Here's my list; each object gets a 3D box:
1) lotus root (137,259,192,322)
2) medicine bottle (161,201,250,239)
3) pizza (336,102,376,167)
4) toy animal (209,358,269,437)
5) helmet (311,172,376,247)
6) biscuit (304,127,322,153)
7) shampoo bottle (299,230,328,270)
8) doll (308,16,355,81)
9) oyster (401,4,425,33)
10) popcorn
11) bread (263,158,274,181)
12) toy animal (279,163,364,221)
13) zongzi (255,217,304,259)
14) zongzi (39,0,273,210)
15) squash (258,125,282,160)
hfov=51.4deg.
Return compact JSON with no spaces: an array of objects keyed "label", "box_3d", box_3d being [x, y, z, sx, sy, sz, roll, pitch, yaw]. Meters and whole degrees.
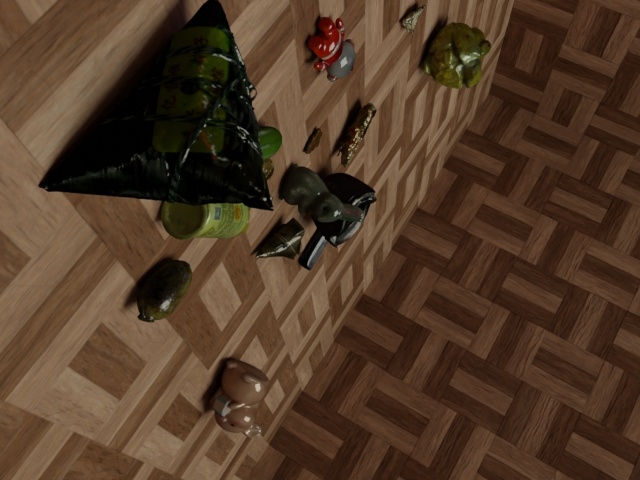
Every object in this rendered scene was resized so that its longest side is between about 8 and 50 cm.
[{"label":"lotus root","box_3d":[-0.351,0.110,1.497,0.081,0.089,0.179,-32,-158,53]},{"label":"medicine bottle","box_3d":[-0.246,-0.063,1.488,0.124,0.124,0.239,-64,165,9]},{"label":"pizza","box_3d":[0.114,-0.359,2.221,0.226,0.069,0.147,-62,-174,12]},{"label":"toy animal","box_3d":[-0.278,0.544,2.278,0.256,0.195,0.213,-61,157,9]},{"label":"helmet","box_3d":[0.057,-0.114,2.245,0.225,0.177,0.305,-51,171,-15]},{"label":"biscuit","box_3d":[-0.022,-0.292,1.984,0.092,0.016,0.082,-54,168,-22]},{"label":"shampoo bottle","box_3d":[0.000,0.000,2.483,0.233,0.049,0.087,-59,162,-10]},{"label":"doll","box_3d":[0.038,-0.491,1.737,0.142,0.076,0.245,-62,161,3]},{"label":"oyster","box_3d":[0.316,-0.739,2.237,0.121,0.045,0.146,74,39,-64]},{"label":"popcorn","box_3d":[0.545,-0.743,2.633,0.276,0.226,0.276,17,90,-70]},{"label":"bread","box_3d":[-0.160,-0.166,1.692,0.110,0.060,0.066,-57,134,-20]},{"label":"toy animal","box_3d":[0.004,-0.113,1.937,0.125,0.251,0.127,-56,164,-9]},{"label":"zongzi","box_3d":[-0.135,0.037,2.095,0.184,0.084,0.187,-40,161,-21]},{"label":"zongzi","box_3d":[-0.275,-0.180,1.132,0.319,0.363,0.383,95,-11,-51]},{"label":"squash","box_3d":[-0.168,-0.214,1.539,0.292,0.082,0.082,-32,146,-61]}]
